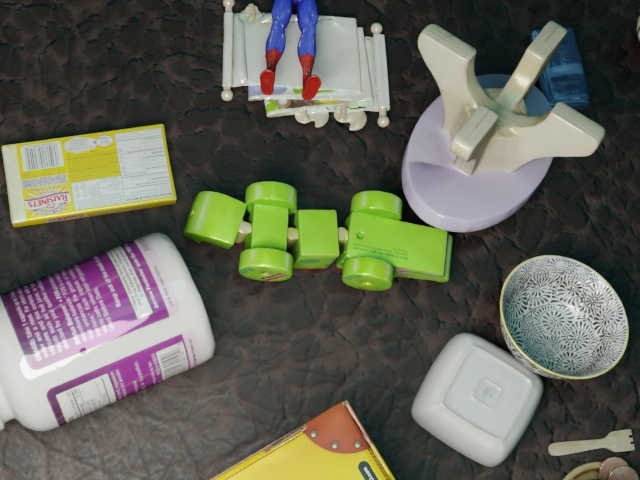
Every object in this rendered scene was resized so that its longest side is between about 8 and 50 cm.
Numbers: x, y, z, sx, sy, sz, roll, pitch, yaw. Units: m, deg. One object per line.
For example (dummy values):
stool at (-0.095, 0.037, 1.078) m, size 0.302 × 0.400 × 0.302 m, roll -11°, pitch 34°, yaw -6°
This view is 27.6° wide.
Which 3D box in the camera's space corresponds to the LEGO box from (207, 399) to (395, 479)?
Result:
LEGO box at (-0.012, 0.488, 1.427) m, size 0.372 × 0.193 × 0.500 m, roll -29°, pitch 80°, yaw -15°

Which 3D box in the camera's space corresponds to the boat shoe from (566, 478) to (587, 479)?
boat shoe at (0.368, 0.340, 1.550) m, size 0.178 × 0.064 × 0.060 m, roll 26°, pitch 70°, yaw 7°

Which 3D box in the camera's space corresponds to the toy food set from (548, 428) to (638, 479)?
toy food set at (0.353, 0.332, 1.602) m, size 0.132 × 0.038 × 0.192 m, roll -7°, pitch 75°, yaw -9°

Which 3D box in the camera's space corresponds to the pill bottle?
pill bottle at (-0.289, 0.119, 1.513) m, size 0.302 × 0.169 × 0.169 m, roll -23°, pitch 78°, yaw -13°

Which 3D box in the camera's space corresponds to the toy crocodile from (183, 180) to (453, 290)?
toy crocodile at (0.000, 0.000, 1.630) m, size 0.341 × 0.105 × 0.115 m, roll 6°, pitch 73°, yaw -11°

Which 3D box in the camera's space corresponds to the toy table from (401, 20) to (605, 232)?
toy table at (0.217, -0.152, 1.625) m, size 0.252 × 0.161 × 0.274 m, roll 24°, pitch 55°, yaw 3°

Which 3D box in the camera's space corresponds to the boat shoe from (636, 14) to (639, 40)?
boat shoe at (0.668, -0.244, 1.741) m, size 0.500 × 0.187 × 0.156 m, roll 8°, pitch 67°, yaw -11°

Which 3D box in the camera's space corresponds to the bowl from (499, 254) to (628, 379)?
bowl at (0.290, 0.110, 1.630) m, size 0.170 × 0.080 × 0.170 m, roll 7°, pitch 60°, yaw -13°

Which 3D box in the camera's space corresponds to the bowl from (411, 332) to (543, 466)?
bowl at (0.201, 0.193, 1.617) m, size 0.142 × 0.053 × 0.142 m, roll 32°, pitch 71°, yaw 2°

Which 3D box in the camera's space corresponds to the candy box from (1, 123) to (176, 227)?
candy box at (-0.291, -0.083, 1.645) m, size 0.206 × 0.027 × 0.105 m, roll -8°, pitch 77°, yaw -10°

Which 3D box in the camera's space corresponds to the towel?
towel at (0.325, -0.233, 1.770) m, size 0.067 × 0.029 × 0.119 m, roll -7°, pitch 75°, yaw -10°

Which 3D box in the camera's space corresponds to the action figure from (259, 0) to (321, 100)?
action figure at (-0.025, -0.334, 1.682) m, size 0.091 × 0.139 × 0.280 m, roll 7°, pitch 56°, yaw -8°

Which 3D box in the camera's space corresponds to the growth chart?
growth chart at (-0.020, -0.231, 1.728) m, size 0.237 × 0.021 × 0.172 m, roll 7°, pitch 73°, yaw -5°
